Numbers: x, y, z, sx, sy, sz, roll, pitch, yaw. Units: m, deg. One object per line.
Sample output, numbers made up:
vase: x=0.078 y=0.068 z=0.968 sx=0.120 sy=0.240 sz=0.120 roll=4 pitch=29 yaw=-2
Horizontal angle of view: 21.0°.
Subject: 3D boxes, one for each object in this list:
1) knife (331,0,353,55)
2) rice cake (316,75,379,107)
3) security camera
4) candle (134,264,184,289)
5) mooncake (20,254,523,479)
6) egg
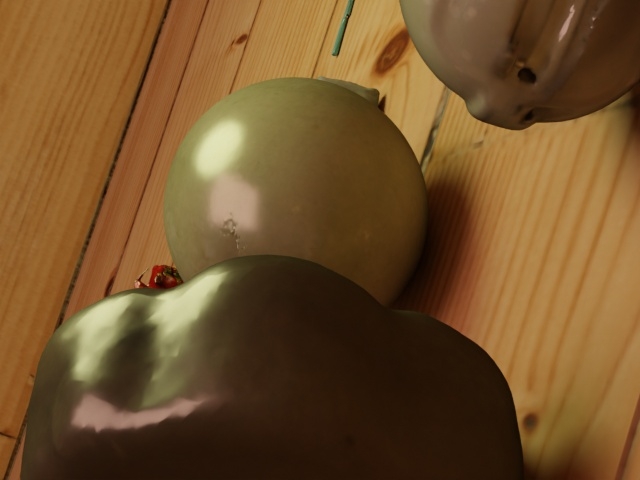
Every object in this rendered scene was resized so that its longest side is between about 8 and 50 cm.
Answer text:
knife: x=0.026 y=-0.225 z=1.725 sx=0.014 sy=0.005 sz=0.091 roll=143 pitch=145 yaw=-68
rice cake: x=0.000 y=0.000 z=1.387 sx=0.063 sy=0.066 sz=0.336 roll=112 pitch=170 yaw=-48
security camera: x=0.136 y=-0.184 z=0.891 sx=0.191 sy=0.197 sz=0.277 roll=-84 pitch=10 yaw=-46
candle: x=-0.109 y=0.057 z=1.592 sx=0.052 sy=0.130 sz=0.052 roll=-163 pitch=90 yaw=-77
mooncake: x=-0.024 y=0.116 z=0.901 sx=0.275 sy=0.275 sz=0.135 roll=127 pitch=156 yaw=-50
egg: x=-0.018 y=-0.021 z=1.219 sx=0.253 sy=0.186 sz=0.187 roll=-132 pitch=62 yaw=-76
